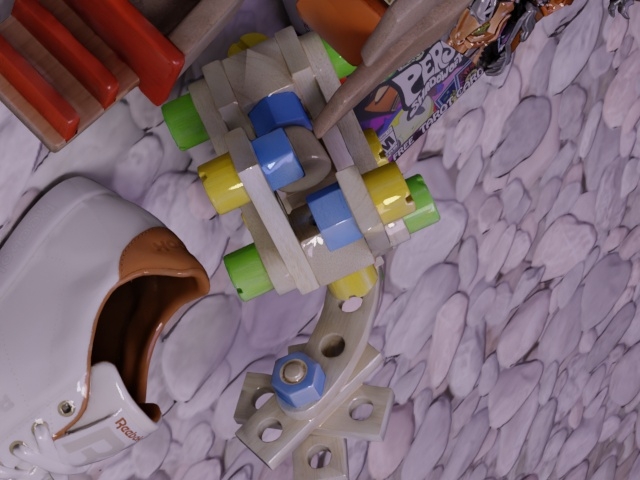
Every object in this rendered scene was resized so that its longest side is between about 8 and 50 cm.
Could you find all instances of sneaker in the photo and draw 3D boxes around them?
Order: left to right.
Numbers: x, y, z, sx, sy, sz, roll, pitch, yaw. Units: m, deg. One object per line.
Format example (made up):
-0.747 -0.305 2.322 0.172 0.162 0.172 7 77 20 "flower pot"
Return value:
-0.169 0.106 1.009 0.290 0.123 0.106 -57 152 -7 "sneaker"

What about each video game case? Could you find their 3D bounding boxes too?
0.083 -0.177 1.211 0.232 0.042 0.210 -45 150 -13 "video game case"

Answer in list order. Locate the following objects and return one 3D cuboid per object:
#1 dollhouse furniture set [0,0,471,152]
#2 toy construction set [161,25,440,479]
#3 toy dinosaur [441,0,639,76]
-0.075 -0.150 0.842 0.135 0.262 0.259 -43 176 -27 "dollhouse furniture set"
0.000 0.000 1.102 0.151 0.215 0.327 -17 145 -10 "toy construction set"
0.203 -0.232 1.141 0.322 0.164 0.218 -39 138 17 "toy dinosaur"
